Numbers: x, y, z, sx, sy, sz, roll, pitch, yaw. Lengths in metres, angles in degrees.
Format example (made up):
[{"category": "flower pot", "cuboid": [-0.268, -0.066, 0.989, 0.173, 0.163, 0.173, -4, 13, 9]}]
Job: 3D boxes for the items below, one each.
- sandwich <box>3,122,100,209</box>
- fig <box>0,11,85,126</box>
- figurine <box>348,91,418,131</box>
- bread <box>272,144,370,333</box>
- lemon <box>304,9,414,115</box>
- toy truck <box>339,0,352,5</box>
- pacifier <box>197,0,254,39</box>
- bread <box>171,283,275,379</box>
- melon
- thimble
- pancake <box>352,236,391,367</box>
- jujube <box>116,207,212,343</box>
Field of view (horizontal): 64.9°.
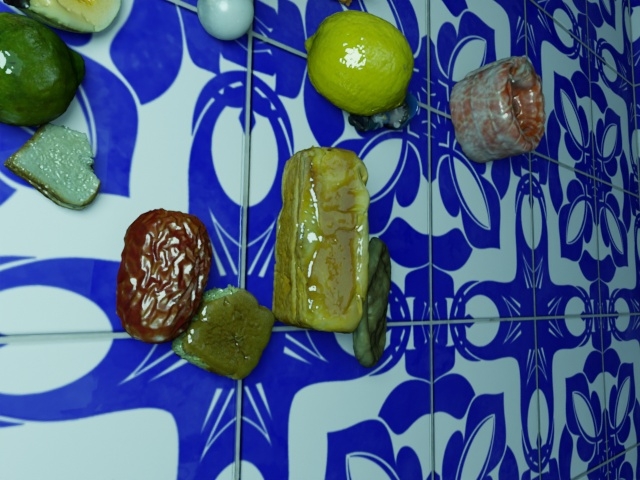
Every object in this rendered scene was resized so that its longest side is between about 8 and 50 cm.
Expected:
[{"category": "sandwich", "cuboid": [-0.318, -0.092, 0.626, 0.105, 0.036, 0.093, 48, 56, -29]}, {"category": "fig", "cuboid": [-0.327, -0.195, 0.578, 0.156, 0.123, 0.123, -33, 108, -53]}, {"category": "figurine", "cuboid": [0.129, -0.252, 1.014, 0.149, 0.086, 0.087, -25, 141, -30]}, {"category": "bread", "cuboid": [0.000, 0.000, 0.820, 0.132, 0.167, 0.294, 6, 83, -18]}, {"category": "lemon", "cuboid": [0.071, -0.316, 0.901, 0.180, 0.193, 0.180, -55, 165, -23]}, {"category": "toy truck", "cuboid": [0.039, -0.603, 0.944, 0.135, 0.114, 0.270, -2, 87, -38]}, {"category": "pacifier", "cuboid": [-0.152, -0.414, 0.731, 0.299, 0.244, 0.232, -64, 160, -53]}, {"category": "bread", "cuboid": [-0.141, 0.131, 0.742, 0.140, 0.069, 0.127, 38, 61, -34]}, {"category": "melon", "cuboid": [-0.321, -0.320, 0.628, 0.128, 0.079, 0.160, 37, 61, -54]}, {"category": "thimble", "cuboid": [0.444, -0.321, 1.244, 0.239, 0.162, 0.239, 4, 84, -42]}, {"category": "pancake", "cuboid": [0.102, 0.113, 0.924, 0.222, 0.042, 0.236, 68, 32, -54]}, {"category": "jujube", "cuboid": [-0.207, 0.047, 0.665, 0.109, 0.112, 0.176, 29, 65, -65]}]
